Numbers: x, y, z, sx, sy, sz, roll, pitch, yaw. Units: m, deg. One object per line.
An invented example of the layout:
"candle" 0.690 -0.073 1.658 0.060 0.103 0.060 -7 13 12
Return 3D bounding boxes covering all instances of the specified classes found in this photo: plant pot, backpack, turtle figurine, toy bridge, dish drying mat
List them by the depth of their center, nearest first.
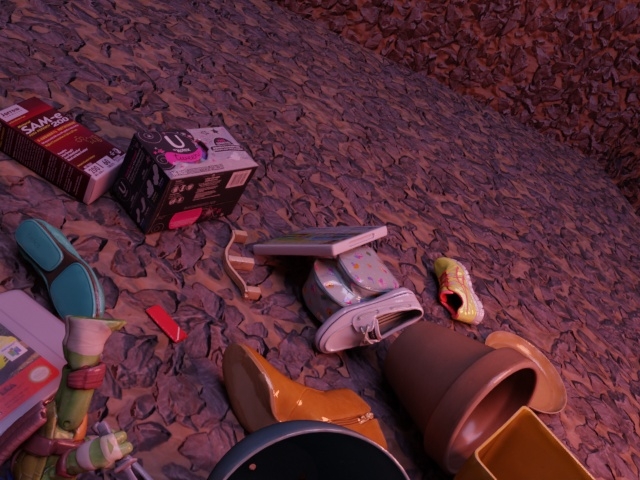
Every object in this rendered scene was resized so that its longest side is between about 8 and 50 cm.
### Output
"turtle figurine" -0.270 0.236 0.784 0.274 0.267 0.198 4 -8 9
"plant pot" -0.041 0.364 0.805 0.290 0.290 0.195 21 -6 -18
"plant pot" 0.328 0.453 1.036 0.212 0.187 0.212 -15 55 -48
"dish drying mat" -0.274 0.148 1.084 0.083 0.008 0.032 44 36 15
"plant pot" 0.251 0.275 1.177 0.263 0.263 0.229 -2 30 -41
"toy bridge" -0.172 0.048 1.280 0.063 0.026 0.188 10 40 -27
"backpack" 0.062 0.102 1.303 0.188 0.144 0.166 -8 49 -33
"plant pot" 0.491 0.324 1.478 0.236 0.032 0.236 21 35 -16

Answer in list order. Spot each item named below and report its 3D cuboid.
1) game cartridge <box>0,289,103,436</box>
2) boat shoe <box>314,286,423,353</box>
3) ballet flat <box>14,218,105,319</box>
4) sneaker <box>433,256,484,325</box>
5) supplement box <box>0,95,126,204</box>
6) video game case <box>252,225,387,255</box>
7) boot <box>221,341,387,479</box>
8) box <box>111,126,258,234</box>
"game cartridge" -0.471 0.187 0.833 0.196 0.060 0.294 33 33 7
"boat shoe" 0.096 0.165 1.205 0.083 0.226 0.076 64 -7 -32
"ballet flat" -0.415 0.059 1.013 0.247 0.083 0.087 46 0 22
"sneaker" 0.338 0.122 1.562 0.094 0.081 0.209 5 43 -32
"supplement box" -0.529 -0.187 1.239 0.239 0.073 0.130 31 34 -1
"video game case" 0.000 0.000 1.352 0.226 0.026 0.206 0 12 38
"boot" -0.024 0.284 1.053 0.211 0.104 0.295 -10 58 -53
"box" -0.286 -0.137 1.294 0.142 0.163 0.247 47 35 18
